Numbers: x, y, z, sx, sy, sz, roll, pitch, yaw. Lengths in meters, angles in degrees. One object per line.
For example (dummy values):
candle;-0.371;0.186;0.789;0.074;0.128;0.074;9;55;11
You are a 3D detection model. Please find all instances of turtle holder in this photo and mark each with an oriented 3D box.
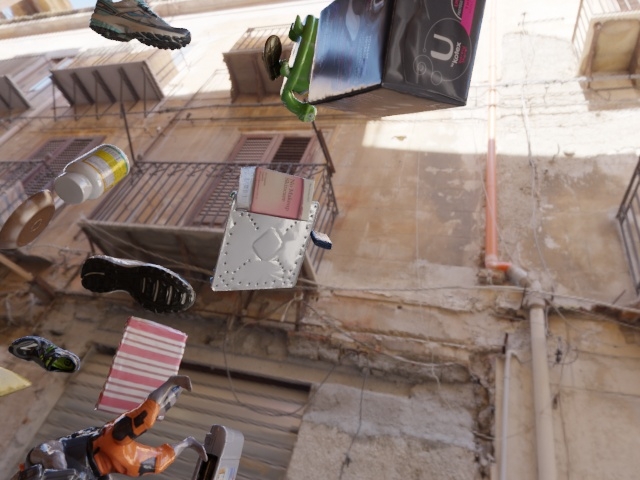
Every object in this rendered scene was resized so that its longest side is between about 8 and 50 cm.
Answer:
turtle holder;-0.024;-0.596;1.458;0.227;0.321;0.243;15;-4;-16

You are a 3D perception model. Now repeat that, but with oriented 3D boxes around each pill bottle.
pill bottle;-0.660;-0.189;1.215;0.117;0.208;0.118;5;-56;8

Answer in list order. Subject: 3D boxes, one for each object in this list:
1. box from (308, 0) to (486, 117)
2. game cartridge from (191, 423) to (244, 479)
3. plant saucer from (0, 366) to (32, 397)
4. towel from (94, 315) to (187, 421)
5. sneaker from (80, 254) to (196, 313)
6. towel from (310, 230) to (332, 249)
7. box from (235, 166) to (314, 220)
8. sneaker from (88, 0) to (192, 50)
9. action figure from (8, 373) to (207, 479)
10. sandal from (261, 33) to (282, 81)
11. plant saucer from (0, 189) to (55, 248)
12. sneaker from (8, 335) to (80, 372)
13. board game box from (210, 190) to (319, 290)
box;0.099;-0.289;0.646;0.143;0.166;0.270;4;11;-22
game cartridge;-0.241;0.561;0.904;0.062;0.298;0.198;9;-26;12
plant saucer;-0.761;0.300;0.711;0.332;0.081;0.333;-20;-6;0
towel;-0.378;0.276;0.903;0.144;0.197;0.029;30;-34;-34
sneaker;-0.402;0.090;0.960;0.271;0.101;0.108;15;6;13
towel;0.000;0.000;1.409;0.067;0.119;0.029;19;-77;-13
box;-0.155;-0.156;1.441;0.232;0.149;0.126;8;1;-36
sneaker;-0.502;-0.624;1.179;0.282;0.122;0.110;10;4;-4
action figure;-0.385;0.413;0.763;0.178;0.329;0.342;45;-39;43
sandal;-0.167;-0.608;1.399;0.049;0.072;0.180;43;-16;13
plant saucer;-0.804;-0.050;1.167;0.036;0.199;0.198;34;-40;-12
sneaker;-0.775;0.326;1.190;0.188;0.067;0.078;35;-18;-28
board game box;-0.216;0.009;1.645;0.389;0.050;0.390;3;-67;-40
